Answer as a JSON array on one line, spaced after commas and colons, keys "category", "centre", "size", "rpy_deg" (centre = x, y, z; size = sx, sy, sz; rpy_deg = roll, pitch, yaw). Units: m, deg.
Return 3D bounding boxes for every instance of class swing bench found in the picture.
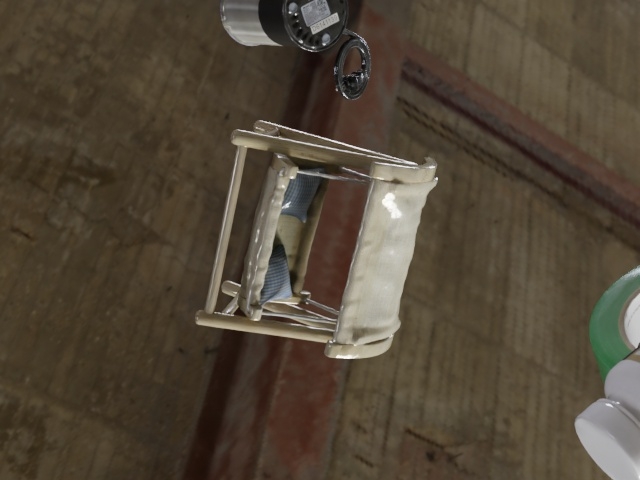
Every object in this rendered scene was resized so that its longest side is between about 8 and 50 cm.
[{"category": "swing bench", "centre": [0.000, 0.000, 1.261], "size": [0.255, 0.253, 0.165], "rpy_deg": [14, -166, 5]}]

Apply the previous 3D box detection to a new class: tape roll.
[{"category": "tape roll", "centre": [0.539, 0.127, 1.352], "size": [0.321, 0.321, 0.077], "rpy_deg": [-53, -51, -43]}]

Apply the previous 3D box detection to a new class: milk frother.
[{"category": "milk frother", "centre": [-0.021, -0.230, 1.102], "size": [0.129, 0.135, 0.143], "rpy_deg": [-15, -70, -32]}]

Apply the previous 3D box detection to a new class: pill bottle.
[{"category": "pill bottle", "centre": [0.284, 0.116, 0.768], "size": [0.169, 0.094, 0.094], "rpy_deg": [-35, -93, -14]}]
